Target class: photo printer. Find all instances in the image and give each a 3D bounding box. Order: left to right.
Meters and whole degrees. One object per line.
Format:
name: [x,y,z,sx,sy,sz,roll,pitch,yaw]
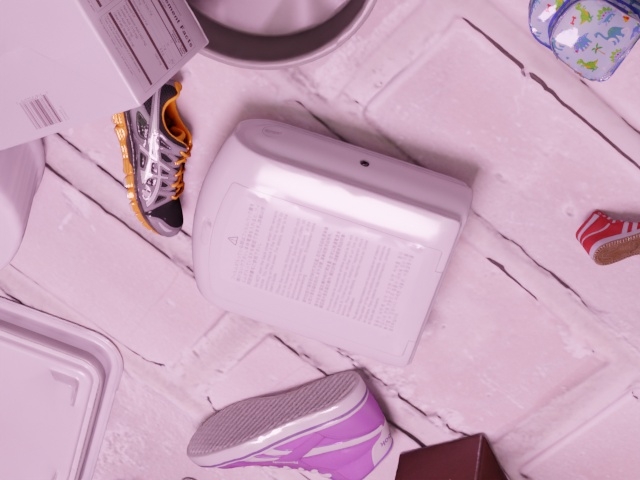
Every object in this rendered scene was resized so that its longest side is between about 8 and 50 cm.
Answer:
photo printer: [0.000,0.000,1.497,0.307,0.107,0.256,18,125,2]

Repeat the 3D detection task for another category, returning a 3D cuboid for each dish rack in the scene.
dish rack: [-0.447,0.237,1.787,0.285,0.072,0.333,20,126,-1]

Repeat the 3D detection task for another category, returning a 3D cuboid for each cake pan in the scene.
cake pan: [-0.069,-0.324,1.330,0.293,0.054,0.293,6,124,9]

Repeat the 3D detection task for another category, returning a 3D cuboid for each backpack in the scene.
backpack: [0.275,-0.230,1.293,0.114,0.084,0.105,32,122,-5]

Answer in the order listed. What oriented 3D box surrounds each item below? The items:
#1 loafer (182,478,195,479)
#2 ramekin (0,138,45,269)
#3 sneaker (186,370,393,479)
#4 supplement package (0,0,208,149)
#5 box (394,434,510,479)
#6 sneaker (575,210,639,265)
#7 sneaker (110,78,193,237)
loafer: [-0.189,0.411,1.858,0.045,0.039,0.125,3,124,12]
ramekin: [-0.477,-0.061,1.498,0.277,0.135,0.277,-2,140,-1]
sneaker: [-0.037,0.292,1.708,0.282,0.102,0.161,-18,120,23]
supplement package: [-0.294,-0.234,1.348,0.262,0.145,0.204,-11,119,38]
box: [0.165,0.451,1.592,0.143,0.381,0.191,-16,117,25]
sneaker: [0.355,-0.009,1.454,0.118,0.067,0.042,-11,123,-15]
sneaker: [-0.190,-0.098,1.494,0.083,0.084,0.215,-4,121,10]
